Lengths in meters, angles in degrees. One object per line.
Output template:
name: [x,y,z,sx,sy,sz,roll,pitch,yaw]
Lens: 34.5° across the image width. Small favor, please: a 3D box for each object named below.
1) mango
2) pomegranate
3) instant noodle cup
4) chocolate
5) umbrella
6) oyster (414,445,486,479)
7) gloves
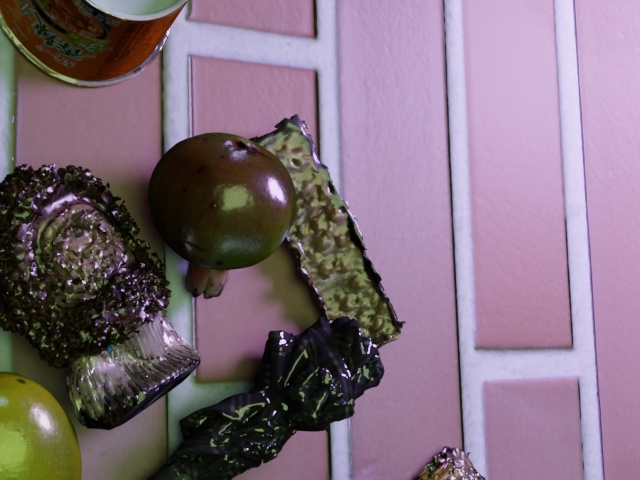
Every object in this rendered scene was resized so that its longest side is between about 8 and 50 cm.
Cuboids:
mango: [-0.338,0.285,1.092,0.175,0.143,0.293,-6,94,-25]
pomegranate: [-0.124,-0.025,1.249,0.180,0.180,0.209,3,121,-29]
instant noodle cup: [-0.249,-0.310,1.193,0.230,0.182,0.230,3,83,-29]
chocolate: [0.002,-0.002,1.364,0.102,0.065,0.329,-28,97,-10]
umbrella: [-0.083,0.204,1.263,0.336,0.154,0.128,-28,129,-10]
oyster: [0.205,0.371,1.435,0.105,0.056,0.177,-27,92,-37]
gloves: [-0.269,0.059,1.158,0.210,0.135,0.312,-26,96,-30]
